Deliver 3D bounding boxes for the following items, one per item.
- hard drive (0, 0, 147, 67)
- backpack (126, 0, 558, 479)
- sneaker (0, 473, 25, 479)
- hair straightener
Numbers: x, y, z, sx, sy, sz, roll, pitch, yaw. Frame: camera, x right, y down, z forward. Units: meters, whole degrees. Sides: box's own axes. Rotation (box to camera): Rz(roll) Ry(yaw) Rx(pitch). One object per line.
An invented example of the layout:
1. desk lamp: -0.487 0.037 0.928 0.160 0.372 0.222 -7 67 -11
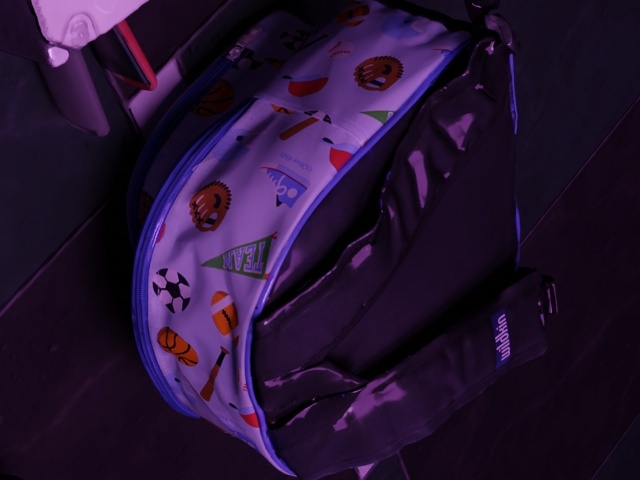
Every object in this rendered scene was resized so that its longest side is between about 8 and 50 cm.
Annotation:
1. hard drive: -0.102 -0.279 0.707 0.237 0.064 0.339 -44 137 -34
2. backpack: 0.000 0.000 0.970 0.263 0.213 0.276 -51 141 -34
3. sneaker: -0.229 0.141 0.864 0.215 0.084 0.083 9 101 -56
4. hair straightener: -0.155 -0.131 0.796 0.089 0.047 0.230 -49 146 -22
